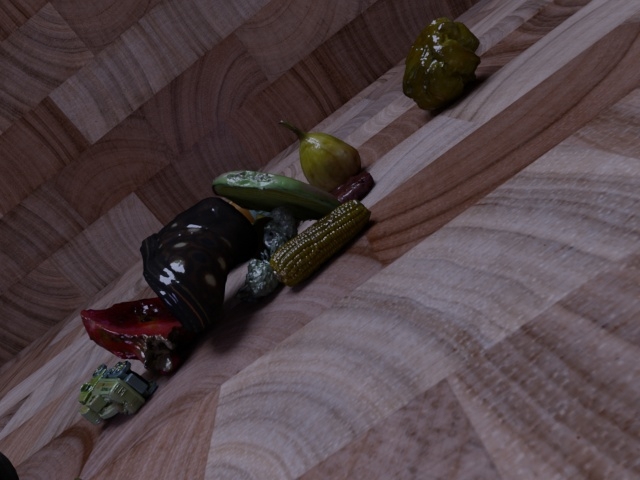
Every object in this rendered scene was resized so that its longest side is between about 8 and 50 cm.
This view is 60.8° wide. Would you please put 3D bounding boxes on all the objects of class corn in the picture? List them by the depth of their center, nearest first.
[{"bbox_3d":[0.000,0.000,1.069,0.231,0.080,0.080,-40,16,-11],"label":"corn"}]

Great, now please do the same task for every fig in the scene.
[{"bbox_3d":[-0.013,-0.240,1.473,0.159,0.257,0.159,-42,25,25],"label":"fig"}]

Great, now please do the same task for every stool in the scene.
[{"bbox_3d":[-0.141,-0.001,1.331,0.135,0.134,0.110,4,-3,-20],"label":"stool"}]

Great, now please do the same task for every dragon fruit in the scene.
[{"bbox_3d":[-0.362,0.215,1.167,0.262,0.134,0.211,-7,19,-25],"label":"dragon fruit"}]

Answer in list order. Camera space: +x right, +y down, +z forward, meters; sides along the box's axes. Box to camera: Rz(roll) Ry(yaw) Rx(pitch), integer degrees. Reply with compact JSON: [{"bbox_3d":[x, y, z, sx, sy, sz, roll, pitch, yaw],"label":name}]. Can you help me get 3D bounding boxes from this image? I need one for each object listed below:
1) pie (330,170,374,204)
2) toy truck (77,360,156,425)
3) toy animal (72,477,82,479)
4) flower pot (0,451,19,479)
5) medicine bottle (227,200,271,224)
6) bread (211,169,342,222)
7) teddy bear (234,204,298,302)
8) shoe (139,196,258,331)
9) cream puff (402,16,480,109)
[{"bbox_3d":[0.065,-0.115,1.336,0.154,0.038,0.153,-36,13,10],"label":"pie"},{"bbox_3d":[-0.428,0.319,1.116,0.191,0.085,0.116,-18,30,46],"label":"toy truck"},{"bbox_3d":[-0.308,0.344,0.639,0.136,0.181,0.073,-21,39,16],"label":"toy animal"},{"bbox_3d":[-0.668,0.480,1.011,0.235,0.235,0.148,-33,-2,19],"label":"flower pot"},{"bbox_3d":[-0.220,-0.038,1.522,0.318,0.158,0.158,-31,17,23],"label":"medicine bottle"},{"bbox_3d":[-0.083,-0.090,1.183,0.301,0.301,0.045,-5,70,62],"label":"bread"},{"bbox_3d":[-0.090,0.045,1.143,0.133,0.111,0.213,123,168,-72],"label":"teddy bear"},{"bbox_3d":[-0.240,0.035,1.147,0.237,0.171,0.384,-35,23,-10],"label":"shoe"},{"bbox_3d":[0.324,-0.479,1.484,0.196,0.244,0.244,-6,1,-26],"label":"cream puff"}]
